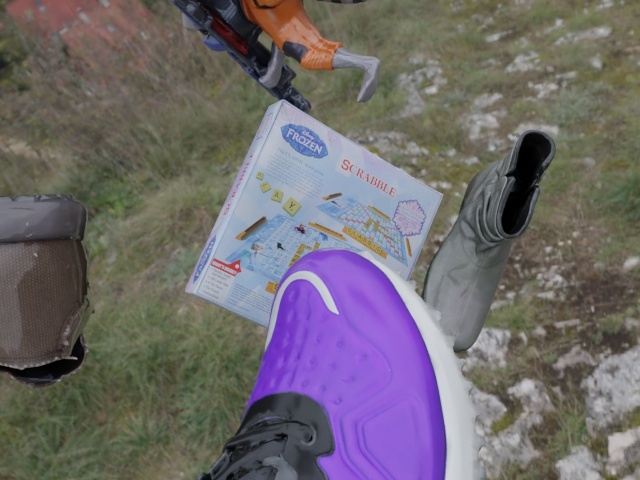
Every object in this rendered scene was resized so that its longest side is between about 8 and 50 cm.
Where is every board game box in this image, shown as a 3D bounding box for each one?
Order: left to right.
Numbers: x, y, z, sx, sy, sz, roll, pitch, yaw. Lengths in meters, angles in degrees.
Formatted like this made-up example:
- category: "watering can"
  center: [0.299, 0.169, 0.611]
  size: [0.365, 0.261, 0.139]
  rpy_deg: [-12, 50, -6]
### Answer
- category: "board game box"
  center: [0.000, 0.000, 1.171]
  size: [0.066, 0.319, 0.318]
  rpy_deg: [0, 64, 65]

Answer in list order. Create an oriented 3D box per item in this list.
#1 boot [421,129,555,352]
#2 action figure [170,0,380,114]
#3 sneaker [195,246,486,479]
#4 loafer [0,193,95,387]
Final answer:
- category: "boot"
  center: [0.186, 0.002, 0.854]
  size: [0.083, 0.161, 0.246]
  rpy_deg: [19, 79, 0]
- category: "action figure"
  center: [-0.048, -0.304, 1.054]
  size: [0.330, 0.341, 0.178]
  rpy_deg: [30, 86, 37]
- category: "sneaker"
  center: [-0.018, 0.130, 0.296]
  size: [0.102, 0.146, 0.293]
  rpy_deg: [-32, 53, 48]
- category: "loafer"
  center: [-0.256, 0.058, 0.622]
  size: [0.134, 0.366, 0.130]
  rpy_deg: [-4, 82, -17]
